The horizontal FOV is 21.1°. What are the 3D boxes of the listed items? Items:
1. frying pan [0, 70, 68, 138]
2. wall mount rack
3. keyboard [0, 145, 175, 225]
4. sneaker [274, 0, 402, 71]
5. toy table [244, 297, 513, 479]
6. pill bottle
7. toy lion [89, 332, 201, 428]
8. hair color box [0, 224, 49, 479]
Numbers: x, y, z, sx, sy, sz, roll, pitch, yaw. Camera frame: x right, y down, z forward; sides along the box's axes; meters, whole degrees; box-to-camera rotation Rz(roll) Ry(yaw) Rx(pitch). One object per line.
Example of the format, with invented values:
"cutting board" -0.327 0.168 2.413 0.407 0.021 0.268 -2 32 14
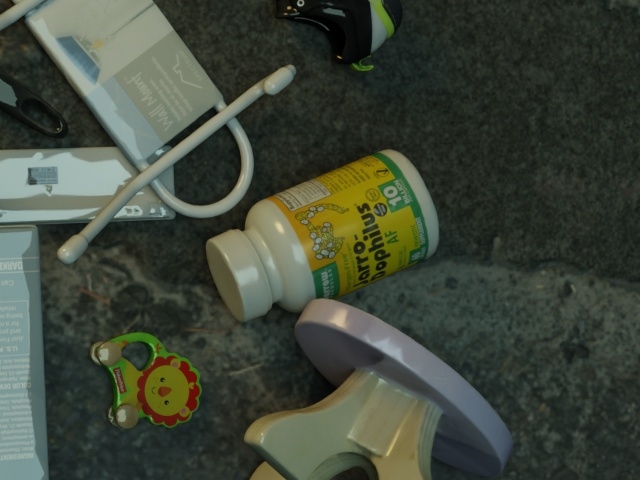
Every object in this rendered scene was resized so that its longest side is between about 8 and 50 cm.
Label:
"frying pan" -0.374 -0.221 1.582 0.326 0.053 0.197 11 92 -27
"wall mount rack" -0.201 -0.148 1.586 0.304 0.130 0.350 -41 100 -22
"keyboard" -0.264 -0.052 1.639 0.256 0.014 0.072 -3 85 -19
"sneaker" -0.017 -0.262 1.684 0.234 0.084 0.097 45 78 -13
"toy table" 0.052 0.196 1.629 0.274 0.252 0.161 40 67 -22
"pill bottle" 0.000 0.000 1.668 0.208 0.117 0.118 -23 96 -17
"toy lion" -0.164 0.135 1.660 0.096 0.034 0.100 -18 94 -25
"hair color box" -0.311 0.176 1.527 0.113 0.185 0.375 -3 90 -19
